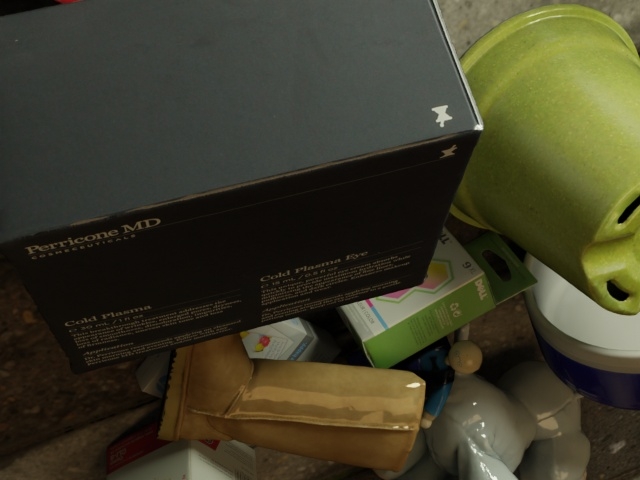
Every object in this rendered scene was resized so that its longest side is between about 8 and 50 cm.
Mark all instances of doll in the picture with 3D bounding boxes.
[{"bbox_3d":[0.104,0.150,1.205,0.189,0.129,0.046,-20,162,36],"label":"doll"}]

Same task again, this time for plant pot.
[{"bbox_3d":[0.283,-0.066,1.084,0.276,0.254,0.276,-13,126,-18],"label":"plant pot"}]

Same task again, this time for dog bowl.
[{"bbox_3d":[0.369,0.060,1.207,0.265,0.265,0.104,-28,131,-5],"label":"dog bowl"}]

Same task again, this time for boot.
[{"bbox_3d":[-0.022,0.136,1.101,0.270,0.089,0.236,9,131,-9],"label":"boot"}]

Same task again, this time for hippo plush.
[{"bbox_3d":[0.208,0.239,1.335,0.237,0.234,0.294,-11,86,-40],"label":"hippo plush"}]

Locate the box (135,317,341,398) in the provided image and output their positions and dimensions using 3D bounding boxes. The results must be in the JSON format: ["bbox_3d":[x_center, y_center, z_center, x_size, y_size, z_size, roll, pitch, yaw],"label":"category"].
[{"bbox_3d":[-0.090,0.135,1.190,0.186,0.038,0.145,30,107,-36],"label":"box"}]

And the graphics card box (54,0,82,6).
[{"bbox_3d":[-0.053,-0.303,0.813,0.371,0.094,0.233,-46,152,8],"label":"graphics card box"}]

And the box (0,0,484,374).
[{"bbox_3d":[-0.077,-0.054,0.867,0.343,0.178,0.312,-14,159,-9],"label":"box"}]

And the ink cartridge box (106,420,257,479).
[{"bbox_3d":[-0.152,0.305,1.170,0.127,0.176,0.128,-28,133,20],"label":"ink cartridge box"}]

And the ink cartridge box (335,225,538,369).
[{"bbox_3d":[0.123,0.048,1.183,0.209,0.109,0.062,-29,131,-4],"label":"ink cartridge box"}]
